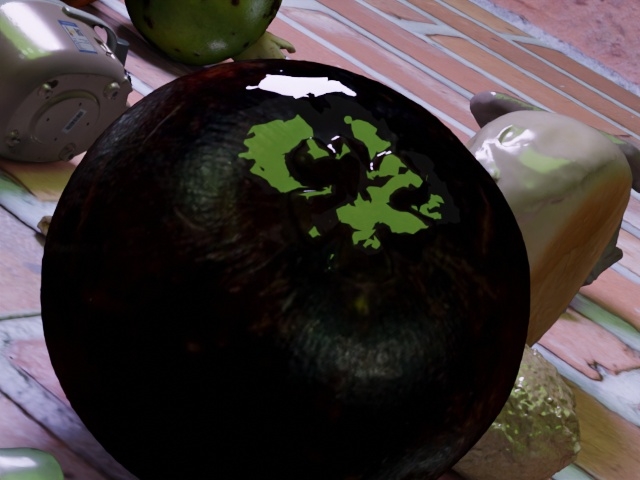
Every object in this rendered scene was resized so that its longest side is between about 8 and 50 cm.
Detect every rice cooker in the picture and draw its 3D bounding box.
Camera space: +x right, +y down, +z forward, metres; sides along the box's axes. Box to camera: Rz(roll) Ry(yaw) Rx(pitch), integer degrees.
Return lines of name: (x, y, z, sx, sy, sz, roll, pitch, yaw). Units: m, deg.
rice cooker: (-0.261, -0.145, 1.479, 0.127, 0.145, 0.206, 48, 21, 24)

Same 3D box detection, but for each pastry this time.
pastry: (0.174, -0.003, 1.500, 0.133, 0.265, 0.265, 34, 19, 19)

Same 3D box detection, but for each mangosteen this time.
mangosteen: (-0.026, 0.040, 1.055, 0.330, 0.330, 0.330, 23, 18, -8)

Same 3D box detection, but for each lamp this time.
lamp: (-0.251, -0.212, 1.821, 0.041, 0.054, 0.121, 31, 18, 19)

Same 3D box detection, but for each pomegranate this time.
pomegranate: (-0.132, -0.301, 2.044, 0.263, 0.211, 0.211, 55, -3, -37)

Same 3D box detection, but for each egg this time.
egg: (0.137, 0.133, 1.266, 0.140, 0.116, 0.118, 40, -6, 37)

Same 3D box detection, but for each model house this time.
model house: (0.238, -0.040, 1.801, 0.229, 0.188, 0.122, 22, -6, -9)

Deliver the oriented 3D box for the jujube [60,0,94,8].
jujube: (-0.325, -0.397, 2.037, 0.216, 0.216, 0.342, 20, 24, -15)

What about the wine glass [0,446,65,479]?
wine glass: (-0.216, 0.142, 0.847, 0.155, 0.073, 0.073, 7, 25, -38)

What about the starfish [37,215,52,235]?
starfish: (-0.103, -0.010, 1.336, 0.247, 0.050, 0.138, 18, 34, 19)

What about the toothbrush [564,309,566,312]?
toothbrush: (0.122, 0.022, 1.671, 0.386, 0.040, 0.040, 14, 21, -35)
